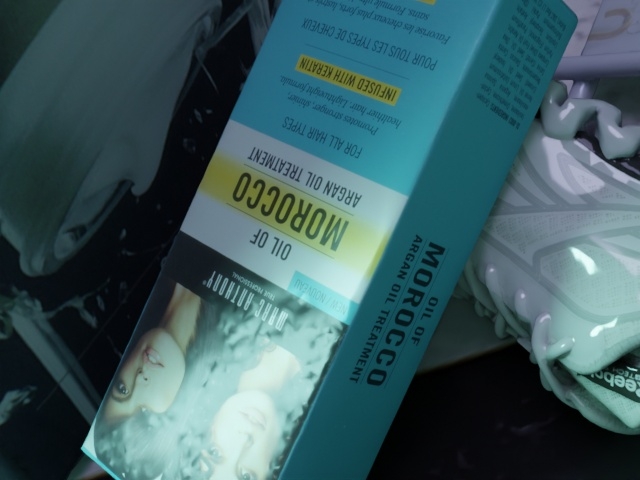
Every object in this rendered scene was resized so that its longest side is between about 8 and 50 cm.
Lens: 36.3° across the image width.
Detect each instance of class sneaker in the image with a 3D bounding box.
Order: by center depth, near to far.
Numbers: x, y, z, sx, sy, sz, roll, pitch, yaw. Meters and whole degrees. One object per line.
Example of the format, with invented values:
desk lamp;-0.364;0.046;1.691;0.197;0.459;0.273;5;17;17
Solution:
sneaker;0.104;0.007;0.404;0.292;0.110;0.118;16;64;33

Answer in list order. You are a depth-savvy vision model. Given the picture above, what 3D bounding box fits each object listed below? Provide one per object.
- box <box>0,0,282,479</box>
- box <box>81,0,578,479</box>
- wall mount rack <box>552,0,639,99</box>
box;-0.196;-0.226;0.471;0.297;0.471;0.480;13;54;29
box;0.000;0.000;0.391;0.100;0.060;0.244;26;93;38
wall mount rack;0.213;-0.188;0.439;0.304;0.130;0.350;5;66;50
